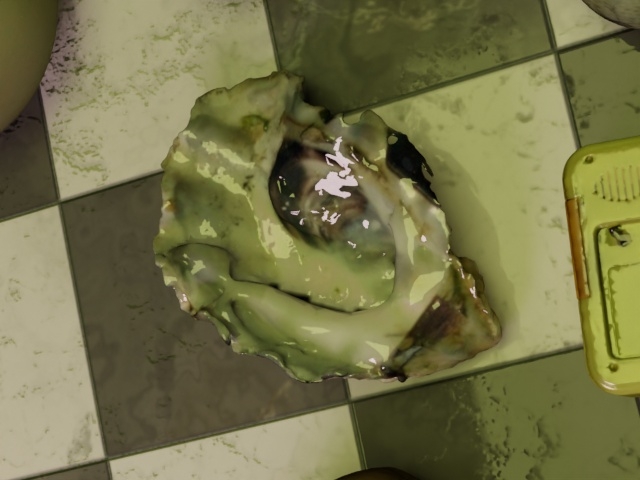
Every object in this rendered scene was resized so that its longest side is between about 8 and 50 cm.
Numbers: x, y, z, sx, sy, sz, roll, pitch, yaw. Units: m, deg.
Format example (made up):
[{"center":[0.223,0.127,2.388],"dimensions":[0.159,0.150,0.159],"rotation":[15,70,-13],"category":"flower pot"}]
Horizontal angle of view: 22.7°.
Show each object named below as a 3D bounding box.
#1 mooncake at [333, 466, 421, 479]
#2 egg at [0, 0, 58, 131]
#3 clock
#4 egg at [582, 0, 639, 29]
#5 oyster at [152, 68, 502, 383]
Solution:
[{"center":[0.042,0.301,1.324],"dimensions":[0.234,0.117,0.235],"rotation":[-2,83,20],"category":"mooncake"},{"center":[-0.342,-0.193,1.485],"dimensions":[0.186,0.186,0.242],"rotation":[28,85,22],"category":"egg"},{"center":[0.275,0.019,1.265],"dimensions":[0.143,0.096,0.202],"rotation":[-9,81,24],"category":"clock"},{"center":[0.279,-0.245,1.260],"dimensions":[0.181,0.141,0.141],"rotation":[-26,76,21],"category":"egg"},{"center":[0.000,0.000,1.375],"dimensions":[0.351,0.115,0.238],"rotation":[30,88,17],"category":"oyster"}]
